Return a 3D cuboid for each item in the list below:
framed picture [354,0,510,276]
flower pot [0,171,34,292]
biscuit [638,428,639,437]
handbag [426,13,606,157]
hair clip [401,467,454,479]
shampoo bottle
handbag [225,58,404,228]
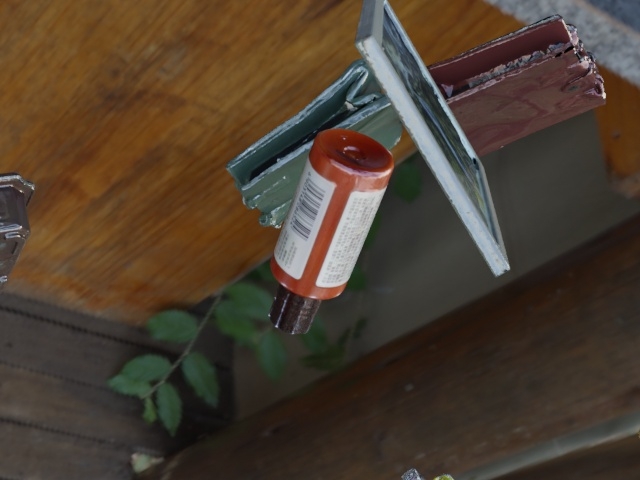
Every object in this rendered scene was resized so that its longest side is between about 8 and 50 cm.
[{"bbox_3d":[0.104,-0.118,1.090,0.240,0.020,0.324,58,13,-13],"label":"framed picture"},{"bbox_3d":[-0.494,0.013,1.611,0.179,0.251,0.084,-12,64,-36],"label":"flower pot"},{"bbox_3d":[0.472,0.246,1.427,0.018,0.147,0.071,44,49,-64],"label":"biscuit"},{"bbox_3d":[0.267,-0.218,1.680,0.260,0.275,0.084,27,47,-64],"label":"handbag"},{"bbox_3d":[0.212,0.480,2.049,0.172,0.116,0.049,48,14,-9],"label":"hair clip"},{"bbox_3d":[0.000,0.000,1.454,0.104,0.278,0.104,15,32,-10],"label":"shampoo bottle"},{"bbox_3d":[-0.006,-0.127,1.617,0.079,0.260,0.247,54,0,11],"label":"handbag"}]
